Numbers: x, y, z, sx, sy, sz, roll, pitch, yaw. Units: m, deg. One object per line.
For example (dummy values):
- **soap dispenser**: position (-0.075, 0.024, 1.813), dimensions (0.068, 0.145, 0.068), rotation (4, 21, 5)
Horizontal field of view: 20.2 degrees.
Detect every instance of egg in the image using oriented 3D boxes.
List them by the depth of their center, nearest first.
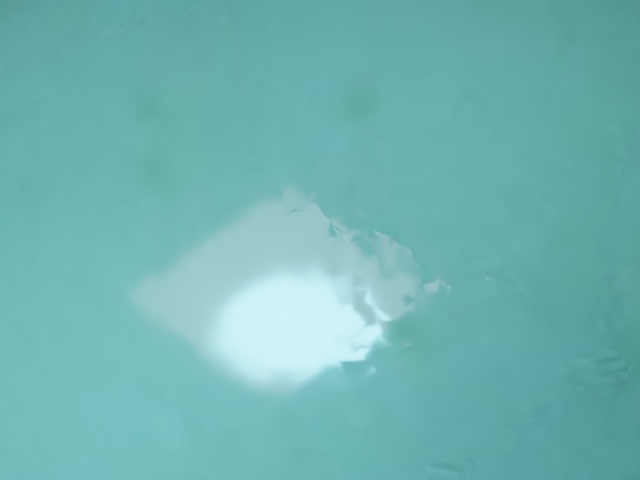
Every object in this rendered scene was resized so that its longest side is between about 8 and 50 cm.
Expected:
- **egg**: position (0.000, 0.000, 0.574), dimensions (0.389, 0.276, 0.276), rotation (-9, 101, 42)
